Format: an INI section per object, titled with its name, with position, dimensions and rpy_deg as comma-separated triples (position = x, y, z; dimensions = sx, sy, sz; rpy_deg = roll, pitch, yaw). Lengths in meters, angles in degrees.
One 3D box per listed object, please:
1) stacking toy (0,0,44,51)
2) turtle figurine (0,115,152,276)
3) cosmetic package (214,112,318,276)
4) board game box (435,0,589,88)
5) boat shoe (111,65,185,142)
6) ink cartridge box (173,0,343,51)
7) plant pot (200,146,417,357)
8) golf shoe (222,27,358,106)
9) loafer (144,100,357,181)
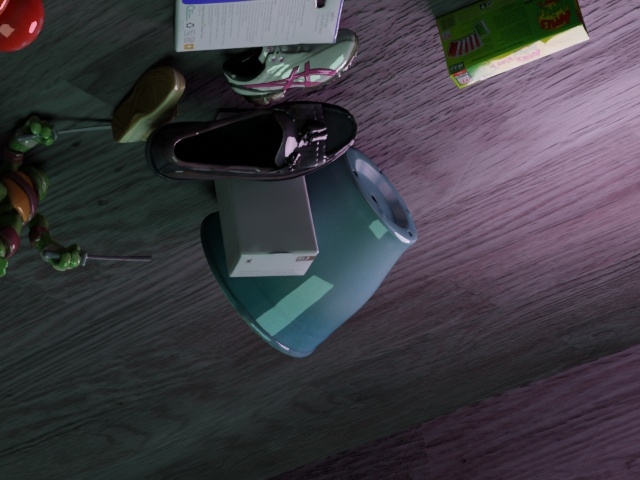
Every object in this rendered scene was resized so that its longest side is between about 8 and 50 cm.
[stacking toy]
position = -0.407, -0.294, 1.393
dimensions = 0.141, 0.141, 0.330
rpy_deg = -17, 157, 15
[turtle figurine]
position = -0.382, -0.058, 1.768
dimensions = 0.275, 0.266, 0.198
rpy_deg = 19, 113, 8
[cosmetic package]
position = -0.084, -0.066, 1.839
dimensions = 0.117, 0.231, 0.085
rpy_deg = -1, 155, -18
[board game box]
position = 0.249, -0.277, 1.692
dimensions = 0.181, 0.092, 0.043
rpy_deg = -20, 153, 19
[boat shoe]
position = -0.223, -0.184, 1.757
dimensions = 0.059, 0.063, 0.170
rpy_deg = 3, 158, -37
[ink cartridge box]
position = -0.074, -0.307, 1.570
dimensions = 0.208, 0.045, 0.206
rpy_deg = -4, 153, -10
[plant pot]
position = 0.000, 0.000, 1.997
dimensions = 0.255, 0.271, 0.272
rpy_deg = -36, 146, 17
[golf shoe]
position = -0.040, -0.235, 1.703
dimensions = 0.186, 0.067, 0.086
rpy_deg = -21, 150, 22
[loafer]
position = -0.082, -0.129, 1.754
dimensions = 0.302, 0.109, 0.095
rpy_deg = -9, -175, -19
